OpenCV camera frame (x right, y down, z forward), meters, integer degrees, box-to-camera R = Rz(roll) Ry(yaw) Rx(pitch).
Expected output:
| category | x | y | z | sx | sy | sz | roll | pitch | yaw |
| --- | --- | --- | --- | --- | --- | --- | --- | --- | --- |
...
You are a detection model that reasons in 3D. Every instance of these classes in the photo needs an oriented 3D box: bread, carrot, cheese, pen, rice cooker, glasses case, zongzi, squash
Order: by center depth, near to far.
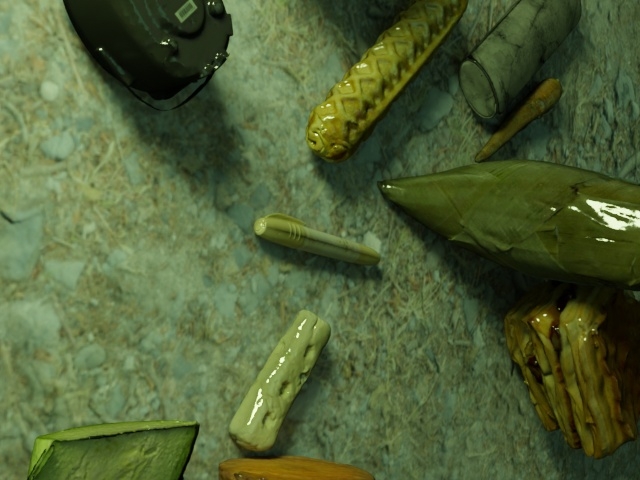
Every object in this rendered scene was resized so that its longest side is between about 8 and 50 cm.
| category | x | y | z | sx | sy | sz | roll | pitch | yaw |
| --- | --- | --- | --- | --- | --- | --- | --- | --- | --- |
| rice cooker | -0.175 | -0.236 | 0.965 | 0.142 | 0.118 | 0.203 | -52 | 124 | -28 |
| squash | -0.246 | 0.248 | 0.993 | 0.192 | 0.085 | 0.184 | 5 | 120 | -43 |
| carrot | -0.043 | 0.395 | 1.122 | 0.196 | 0.196 | 0.254 | 7 | 89 | -45 |
| cheese | -0.050 | 0.177 | 1.192 | 0.065 | 0.043 | 0.194 | 44 | 66 | -33 |
| pen | 0.000 | 0.000 | 1.232 | 0.233 | 0.032 | 0.040 | 15 | 60 | -47 |
| bread | 0.095 | -0.238 | 1.270 | 0.077 | 0.084 | 0.367 | 35 | 61 | 5 |
| zongzi | 0.331 | -0.026 | 1.335 | 0.393 | 0.356 | 0.174 | 7 | 97 | -44 |
| glasses case | 0.323 | -0.325 | 1.497 | 0.299 | 0.060 | 0.114 | -49 | 126 | -30 |
| carrot | 0.322 | -0.194 | 1.525 | 0.254 | 0.049 | 0.049 | -41 | 122 | -32 |
| bread | 0.454 | 0.165 | 1.601 | 0.370 | 0.191 | 0.314 | -43 | 119 | -47 |
